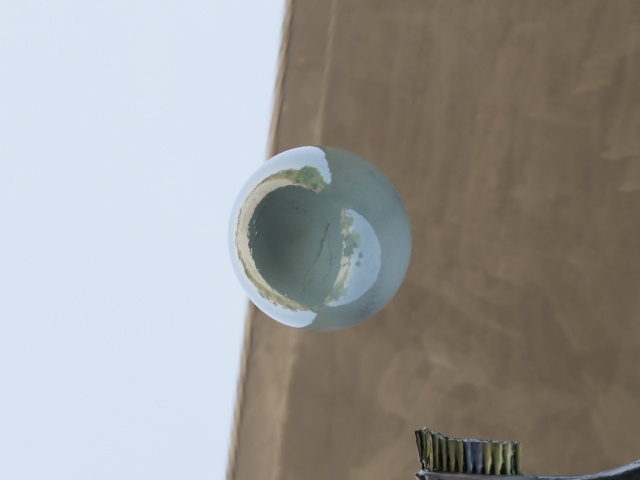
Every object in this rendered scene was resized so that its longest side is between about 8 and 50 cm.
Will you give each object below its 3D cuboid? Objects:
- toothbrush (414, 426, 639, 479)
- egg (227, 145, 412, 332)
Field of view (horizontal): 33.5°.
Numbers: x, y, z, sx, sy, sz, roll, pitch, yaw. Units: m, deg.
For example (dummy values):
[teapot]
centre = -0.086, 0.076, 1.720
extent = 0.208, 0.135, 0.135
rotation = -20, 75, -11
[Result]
[toothbrush]
centre = 0.235, 0.116, 0.546
extent = 0.414, 0.035, 0.042
rotation = -6, -90, 30
[egg]
centre = 0.000, 0.000, 1.049
extent = 0.264, 0.183, 0.182
rotation = -118, -138, -76
